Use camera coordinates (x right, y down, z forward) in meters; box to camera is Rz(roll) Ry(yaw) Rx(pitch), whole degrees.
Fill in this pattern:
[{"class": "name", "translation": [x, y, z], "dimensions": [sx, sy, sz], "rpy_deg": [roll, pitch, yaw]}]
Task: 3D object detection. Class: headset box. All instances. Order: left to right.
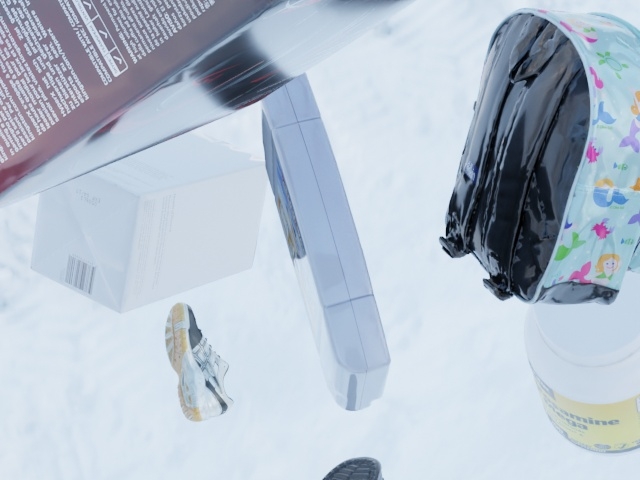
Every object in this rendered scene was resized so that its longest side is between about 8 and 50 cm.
[{"class": "headset box", "translation": [-0.059, -0.122, 0.703], "dimensions": [0.218, 0.293, 0.110], "rpy_deg": [-28, 91, -44]}]

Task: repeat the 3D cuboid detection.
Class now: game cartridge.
[{"class": "game cartridge", "translation": [0.000, 0.000, 1.415], "dimensions": [0.062, 0.198, 0.297], "rpy_deg": [-16, 72, -2]}]

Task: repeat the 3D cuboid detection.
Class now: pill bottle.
[{"class": "pill bottle", "translation": [0.358, 0.141, 1.906], "dimensions": [0.188, 0.334, 0.188], "rpy_deg": [-6, 63, 13]}]

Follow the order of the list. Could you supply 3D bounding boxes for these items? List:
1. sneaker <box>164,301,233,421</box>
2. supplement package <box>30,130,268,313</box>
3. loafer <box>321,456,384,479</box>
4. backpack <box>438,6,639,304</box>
[{"class": "sneaker", "translation": [-0.083, 0.083, 1.034], "dimensions": [0.037, 0.032, 0.083], "rpy_deg": [-7, 80, -28]}, {"class": "supplement package", "translation": [-0.232, -0.036, 2.092], "dimensions": [0.177, 0.175, 0.293], "rpy_deg": [23, 24, 29]}, {"class": "loafer", "translation": [0.024, 0.364, 1.815], "dimensions": [0.080, 0.078, 0.220], "rpy_deg": [2, 53, 35]}, {"class": "backpack", "translation": [0.234, -0.086, 1.392], "dimensions": [0.191, 0.254, 0.225], "rpy_deg": [-4, 26, -21]}]
